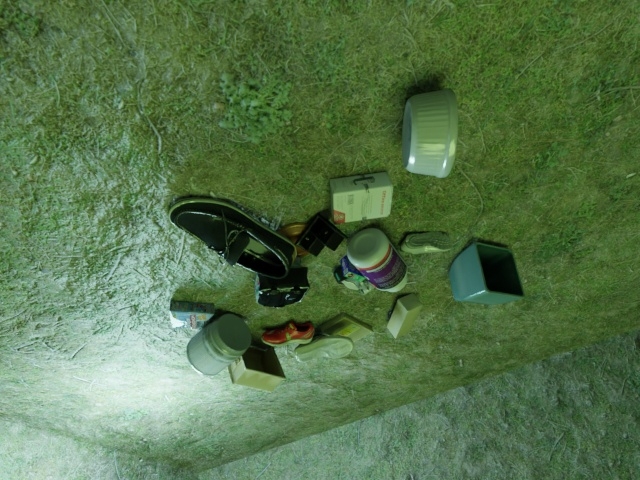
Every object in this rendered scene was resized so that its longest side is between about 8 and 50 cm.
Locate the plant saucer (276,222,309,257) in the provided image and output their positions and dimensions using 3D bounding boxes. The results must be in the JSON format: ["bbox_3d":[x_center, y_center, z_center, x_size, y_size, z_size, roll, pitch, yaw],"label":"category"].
[{"bbox_3d":[-0.095,0.009,1.732,0.200,0.037,0.200,-7,138,-6],"label":"plant saucer"}]

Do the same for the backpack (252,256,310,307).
[{"bbox_3d":[-0.170,0.184,1.781,0.225,0.191,0.253,-3,150,-13],"label":"backpack"}]

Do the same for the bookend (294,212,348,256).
[{"bbox_3d":[0.000,0.000,1.619,0.072,0.156,0.157,33,98,-39],"label":"bookend"}]

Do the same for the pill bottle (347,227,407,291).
[{"bbox_3d":[0.257,0.098,1.811,0.181,0.181,0.323,-28,136,16],"label":"pill bottle"}]

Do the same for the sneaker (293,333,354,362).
[{"bbox_3d":[0.027,0.551,2.266,0.350,0.148,0.131,-14,103,25],"label":"sneaker"}]

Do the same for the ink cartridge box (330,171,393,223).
[{"bbox_3d":[0.148,-0.158,1.568,0.218,0.092,0.158,-7,138,-4],"label":"ink cartridge box"}]

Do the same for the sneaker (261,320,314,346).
[{"bbox_3d":[-0.170,0.471,2.200,0.279,0.107,0.118,-3,122,-18],"label":"sneaker"}]

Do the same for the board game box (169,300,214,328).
[{"bbox_3d":[-0.593,0.353,1.969,0.194,0.060,0.194,-1,137,-13],"label":"board game box"}]

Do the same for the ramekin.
[{"bbox_3d":[0.329,-0.328,1.308,0.127,0.273,0.273,0,138,4],"label":"ramekin"}]

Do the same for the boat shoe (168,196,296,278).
[{"bbox_3d":[-0.311,-0.003,1.543,0.500,0.156,0.187,27,124,-21],"label":"boat shoe"}]

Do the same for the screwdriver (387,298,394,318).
[{"bbox_3d":[0.384,0.362,2.263,0.025,0.024,0.170,-25,140,-33],"label":"screwdriver"}]

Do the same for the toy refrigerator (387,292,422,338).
[{"bbox_3d":[0.444,0.401,2.254,0.102,0.094,0.269,-19,143,-22],"label":"toy refrigerator"}]

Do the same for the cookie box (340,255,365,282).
[{"bbox_3d":[0.147,0.128,1.884,0.107,0.092,0.040,22,130,-33],"label":"cookie box"}]

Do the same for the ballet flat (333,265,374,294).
[{"bbox_3d":[0.178,0.200,1.968,0.280,0.096,0.095,17,130,-30],"label":"ballet flat"}]

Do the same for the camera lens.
[{"bbox_3d":[-0.495,0.506,2.042,0.219,0.219,0.274,28,124,-37],"label":"camera lens"}]

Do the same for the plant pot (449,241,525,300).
[{"bbox_3d":[0.755,0.185,2.001,0.247,0.248,0.252,11,149,-25],"label":"plant pot"}]

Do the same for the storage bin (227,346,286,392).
[{"bbox_3d":[-0.349,0.638,2.204,0.262,0.260,0.123,28,107,-37],"label":"storage bin"}]

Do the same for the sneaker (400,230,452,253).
[{"bbox_3d":[0.467,0.018,1.864,0.235,0.090,0.095,3,149,-12],"label":"sneaker"}]

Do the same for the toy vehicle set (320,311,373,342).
[{"bbox_3d":[0.147,0.487,2.324,0.166,0.035,0.267,-36,134,24],"label":"toy vehicle set"}]
